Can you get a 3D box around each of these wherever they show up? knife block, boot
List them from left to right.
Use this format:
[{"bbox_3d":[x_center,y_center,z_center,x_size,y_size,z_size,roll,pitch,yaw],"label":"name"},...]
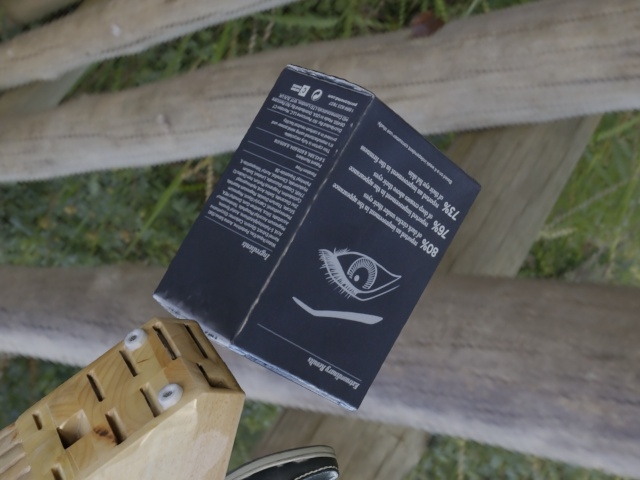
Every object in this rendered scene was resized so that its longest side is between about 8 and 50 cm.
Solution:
[{"bbox_3d":[-0.121,0.211,0.686,0.242,0.275,0.088,57,173,-34],"label":"knife block"},{"bbox_3d":[-0.065,0.318,1.159,0.085,0.236,0.179,74,171,-61],"label":"boot"}]

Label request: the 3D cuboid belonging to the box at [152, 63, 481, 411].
[{"bbox_3d":[0.000,0.000,0.897,0.108,0.207,0.153,27,174,46],"label":"box"}]
